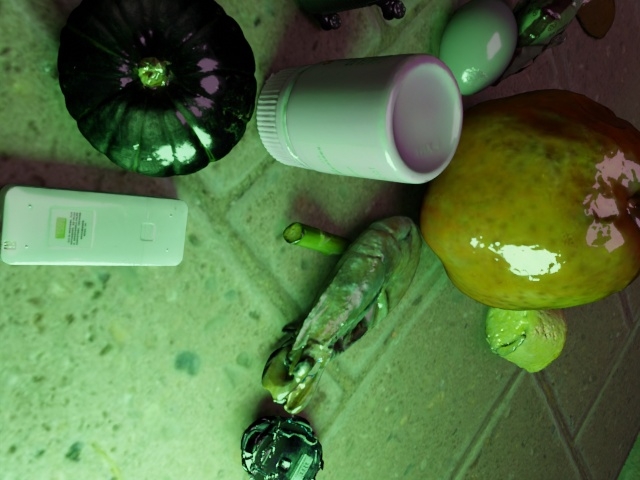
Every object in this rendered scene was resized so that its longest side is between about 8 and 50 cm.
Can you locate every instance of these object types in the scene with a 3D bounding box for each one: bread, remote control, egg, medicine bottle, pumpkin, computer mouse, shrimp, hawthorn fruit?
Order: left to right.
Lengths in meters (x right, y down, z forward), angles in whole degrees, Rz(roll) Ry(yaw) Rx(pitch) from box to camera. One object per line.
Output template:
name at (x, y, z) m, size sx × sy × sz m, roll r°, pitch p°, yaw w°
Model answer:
remote control at (-0.299, -0.017, 0.825) m, size 0.250 × 0.034 × 0.103 m, roll 1°, pitch 98°, yaw -42°
pumpkin at (-0.200, -0.203, 0.762) m, size 0.250 × 0.216 × 0.249 m, roll -1°, pitch 96°, yaw -8°
computer mouse at (-0.071, 0.379, 1.081) m, size 0.146 × 0.077 × 0.241 m, roll -57°, pitch 133°, yaw -17°
shrimp at (0.054, 0.128, 1.135) m, size 0.446 × 0.110 × 0.221 m, roll -45°, pitch 141°, yaw -27°
medicine bottle at (0.051, -0.186, 0.927) m, size 0.178 × 0.291 × 0.178 m, roll -10°, pitch 105°, yaw -40°
egg at (0.313, -0.388, 1.217) m, size 0.146 × 0.146 × 0.198 m, roll 22°, pitch 94°, yaw -42°
bread at (0.502, 0.222, 1.502) m, size 0.170 × 0.197 × 0.197 m, roll 18°, pitch 87°, yaw -30°
hawthorn fruit at (0.446, -0.078, 1.212) m, size 0.472 × 0.472 × 0.471 m, roll -10°, pitch 105°, yaw -40°

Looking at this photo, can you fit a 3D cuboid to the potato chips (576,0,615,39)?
potato chips at (0.747, -0.626, 1.622) m, size 0.202 × 0.049 × 0.150 m, roll 27°, pitch 85°, yaw -48°

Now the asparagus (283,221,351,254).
asparagus at (0.000, 0.000, 1.094) m, size 0.045 × 0.041 × 0.178 m, roll -46°, pitch 150°, yaw 17°

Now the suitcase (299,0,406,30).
suitcase at (0.015, -0.473, 0.897) m, size 0.128 × 0.202 × 0.312 m, roll -51°, pitch 128°, yaw -22°

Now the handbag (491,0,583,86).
handbag at (0.457, -0.453, 1.283) m, size 0.127 × 0.235 × 0.213 m, roll 37°, pitch 67°, yaw 0°
